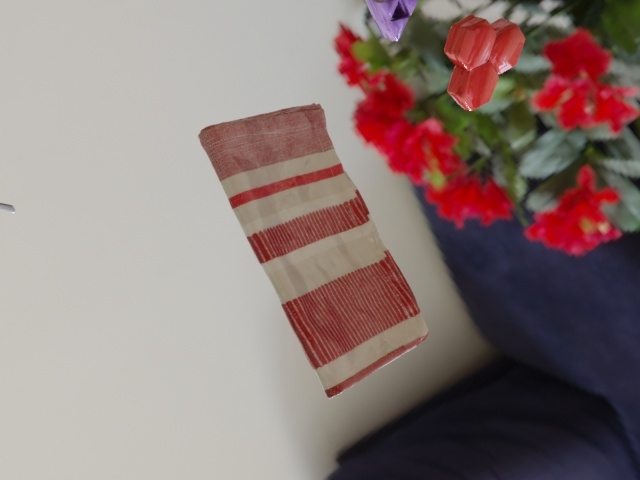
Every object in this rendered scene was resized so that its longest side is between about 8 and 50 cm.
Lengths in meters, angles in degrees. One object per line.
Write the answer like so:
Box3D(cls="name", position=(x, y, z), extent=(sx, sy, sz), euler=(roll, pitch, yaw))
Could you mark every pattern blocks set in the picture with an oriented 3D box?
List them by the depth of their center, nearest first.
Box3D(cls="pattern blocks set", position=(0.144, -0.287, 1.076), extent=(0.026, 0.325, 0.285), euler=(32, 179, 40))

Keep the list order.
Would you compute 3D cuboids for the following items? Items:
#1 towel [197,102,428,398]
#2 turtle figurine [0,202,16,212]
Box3D(cls="towel", position=(0.000, 0.000, 1.619), extent=(0.037, 0.237, 0.329), euler=(-28, 87, 33))
Box3D(cls="turtle figurine", position=(-0.616, -0.103, 1.910), extent=(0.198, 0.274, 0.266), euler=(62, -178, 36))
